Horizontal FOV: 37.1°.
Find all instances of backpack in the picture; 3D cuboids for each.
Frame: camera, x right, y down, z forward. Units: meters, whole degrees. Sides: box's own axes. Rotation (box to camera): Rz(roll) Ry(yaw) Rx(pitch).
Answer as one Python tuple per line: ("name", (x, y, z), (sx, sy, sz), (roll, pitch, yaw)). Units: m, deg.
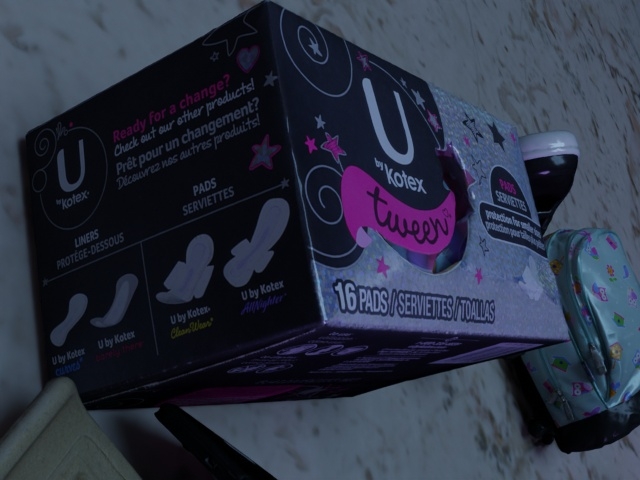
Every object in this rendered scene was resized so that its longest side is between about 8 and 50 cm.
("backpack", (0.233, 0.080, 0.853), (0.152, 0.115, 0.181), (-20, 87, -56))

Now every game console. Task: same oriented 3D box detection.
("game console", (-0.037, 0.149, 0.447), (0.071, 0.107, 0.122), (-49, 141, -10))

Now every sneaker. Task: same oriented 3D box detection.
("sneaker", (0.130, 0.017, 0.658), (0.079, 0.217, 0.121), (-8, 73, -15))

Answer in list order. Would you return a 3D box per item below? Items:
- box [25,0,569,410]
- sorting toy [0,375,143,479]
("box", (0.000, 0.000, 0.496), (0.247, 0.163, 0.142), (9, 65, -54))
("sorting toy", (-0.114, 0.227, 0.325), (0.229, 0.041, 0.307), (61, 33, -22))
